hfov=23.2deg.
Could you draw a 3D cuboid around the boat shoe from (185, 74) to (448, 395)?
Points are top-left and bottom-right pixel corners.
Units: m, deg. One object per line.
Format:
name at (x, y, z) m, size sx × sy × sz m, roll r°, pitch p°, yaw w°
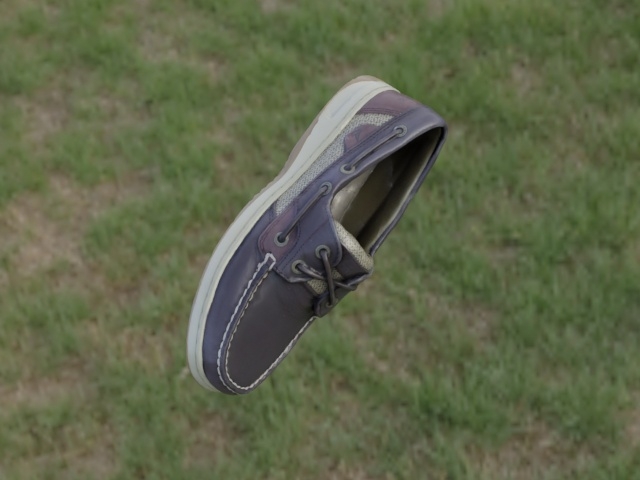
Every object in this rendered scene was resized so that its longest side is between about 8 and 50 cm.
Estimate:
boat shoe at (0.000, 0.000, 1.214) m, size 0.092 × 0.103 × 0.285 m, roll 22°, pitch 71°, yaw 39°
